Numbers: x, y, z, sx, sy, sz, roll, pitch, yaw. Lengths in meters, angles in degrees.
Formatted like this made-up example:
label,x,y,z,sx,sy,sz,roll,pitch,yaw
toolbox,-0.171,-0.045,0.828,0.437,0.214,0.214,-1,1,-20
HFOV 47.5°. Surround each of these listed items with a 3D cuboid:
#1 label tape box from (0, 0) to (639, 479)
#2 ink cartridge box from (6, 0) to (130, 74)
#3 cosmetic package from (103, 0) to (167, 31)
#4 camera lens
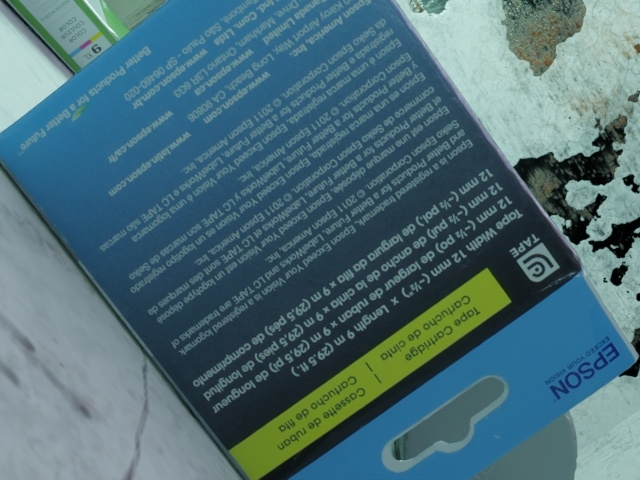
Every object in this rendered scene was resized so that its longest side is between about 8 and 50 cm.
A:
label,x,y,z,sx,sy,sz,roll,pitch,yaw
label tape box,0.000,0.000,0.488,0.348,0.249,0.115,53,5,-6
ink cartridge box,-0.267,-0.243,0.761,0.209,0.062,0.109,50,6,-42
cosmetic package,-0.255,-0.336,1.032,0.129,0.153,0.296,55,3,0
camera lens,0.210,0.247,0.974,0.219,0.219,0.274,54,5,5
